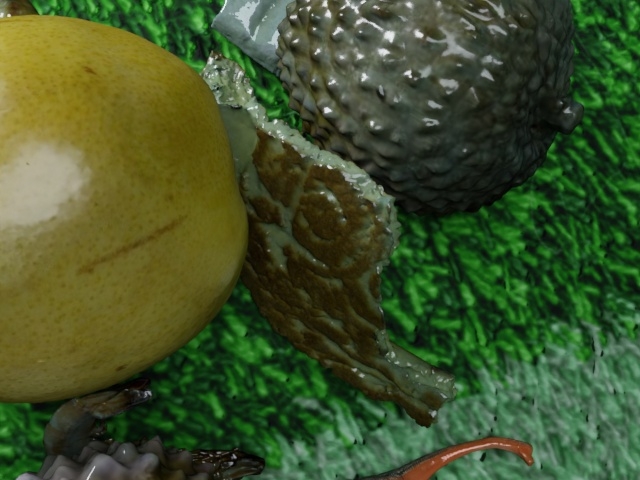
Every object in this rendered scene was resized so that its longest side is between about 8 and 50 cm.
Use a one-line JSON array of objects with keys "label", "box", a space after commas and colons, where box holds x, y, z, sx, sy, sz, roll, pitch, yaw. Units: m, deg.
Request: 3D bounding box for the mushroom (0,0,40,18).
[{"label": "mushroom", "box": [-0.397, -0.159, 0.861, 0.333, 0.107, 0.087, -8, 116, -13]}]

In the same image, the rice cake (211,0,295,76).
[{"label": "rice cake", "box": [-0.010, -0.270, 0.975, 0.085, 0.040, 0.226, 35, 77, -3]}]

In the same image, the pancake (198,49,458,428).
[{"label": "pancake", "box": [0.002, -0.002, 0.874, 0.054, 0.197, 0.376, -38, 101, -43]}]

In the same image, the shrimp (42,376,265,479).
[{"label": "shrimp", "box": [-0.132, 0.164, 0.844, 0.195, 0.147, 0.035, 6, 45, -14]}]

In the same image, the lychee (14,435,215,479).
[{"label": "lychee", "box": [-0.151, 0.351, 0.685, 0.381, 0.380, 0.432, 20, 59, -7]}]

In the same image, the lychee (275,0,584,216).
[{"label": "lychee", "box": [0.098, -0.151, 0.884, 0.274, 0.255, 0.255, 18, 77, 23]}]

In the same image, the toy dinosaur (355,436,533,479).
[{"label": "toy dinosaur", "box": [0.065, 0.243, 0.903, 0.280, 0.055, 0.101, -7, 60, -9]}]

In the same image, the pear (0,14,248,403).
[{"label": "pear", "box": [-0.216, -0.026, 0.777, 0.315, 0.314, 0.314, 2, 81, -10]}]
